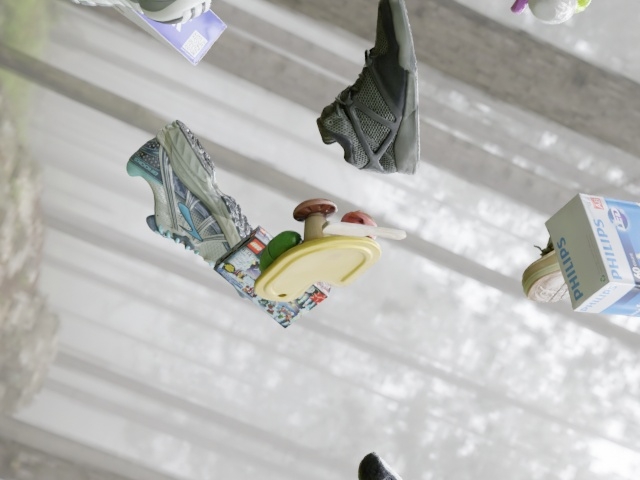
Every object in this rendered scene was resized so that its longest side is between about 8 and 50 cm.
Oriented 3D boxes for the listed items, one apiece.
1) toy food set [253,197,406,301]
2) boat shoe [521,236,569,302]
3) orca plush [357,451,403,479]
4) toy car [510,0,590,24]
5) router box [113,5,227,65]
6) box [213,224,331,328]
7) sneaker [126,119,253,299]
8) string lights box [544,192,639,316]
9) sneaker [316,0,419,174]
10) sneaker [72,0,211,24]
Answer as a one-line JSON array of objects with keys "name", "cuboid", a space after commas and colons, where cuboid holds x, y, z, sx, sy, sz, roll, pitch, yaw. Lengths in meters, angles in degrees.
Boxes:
[{"name": "toy food set", "cuboid": [0.000, 0.000, 1.510, 0.218, 0.128, 0.071, -41, -127, 51]}, {"name": "boat shoe", "cuboid": [0.419, 0.021, 2.112, 0.089, 0.285, 0.104, 53, -41, 23]}, {"name": "orca plush", "cuboid": [0.123, 0.498, 2.427, 0.102, 0.151, 0.287, -45, 151, -9]}, {"name": "toy car", "cuboid": [0.323, -0.402, 1.978, 0.136, 0.182, 0.159, -42, -167, 53]}, {"name": "router box", "cuboid": [-0.337, -0.434, 1.950, 0.082, 0.335, 0.301, -51, -131, 0]}, {"name": "box", "cuboid": [-0.066, 0.051, 1.780, 0.094, 0.137, 0.027, -39, -160, 33]}, {"name": "sneaker", "cuboid": [-0.182, -0.029, 1.905, 0.122, 0.283, 0.110, -30, -178, 9]}, {"name": "string lights box", "cuboid": [0.423, 0.027, 1.664, 0.077, 0.260, 0.133, -46, -133, 45]}, {"name": "sneaker", "cuboid": [0.057, -0.189, 1.593, 0.087, 0.130, 0.227, -86, 175, -65]}, {"name": "sneaker", "cuboid": [-0.209, -0.315, 1.372, 0.086, 0.229, 0.132, -38, 133, -37]}]
